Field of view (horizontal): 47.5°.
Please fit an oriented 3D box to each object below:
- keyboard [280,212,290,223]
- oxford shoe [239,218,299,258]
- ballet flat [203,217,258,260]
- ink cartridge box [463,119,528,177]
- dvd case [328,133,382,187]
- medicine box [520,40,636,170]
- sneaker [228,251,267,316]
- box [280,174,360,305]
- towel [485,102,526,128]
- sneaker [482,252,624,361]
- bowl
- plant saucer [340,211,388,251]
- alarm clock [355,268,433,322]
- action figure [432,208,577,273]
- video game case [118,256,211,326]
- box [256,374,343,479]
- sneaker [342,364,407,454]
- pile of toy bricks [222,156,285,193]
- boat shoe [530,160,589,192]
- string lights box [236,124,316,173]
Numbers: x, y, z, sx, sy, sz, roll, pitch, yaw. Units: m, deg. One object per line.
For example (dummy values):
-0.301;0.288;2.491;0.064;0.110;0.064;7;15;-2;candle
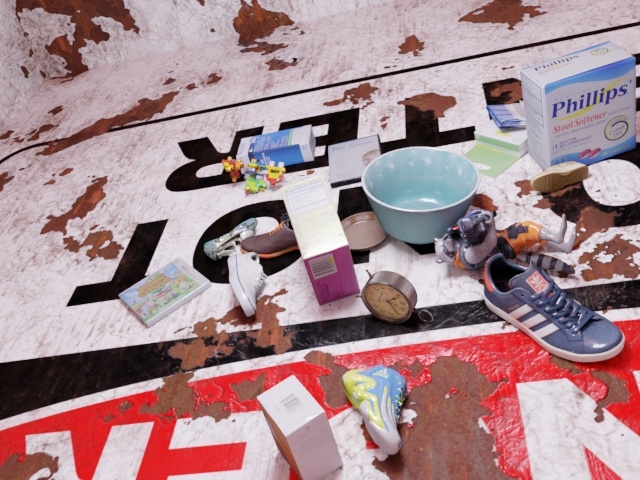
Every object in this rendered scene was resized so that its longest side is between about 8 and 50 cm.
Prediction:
-0.066;-0.079;2.149;0.108;0.023;0.180;-35;12;-24;keyboard
-0.109;-0.018;2.080;0.271;0.098;0.097;-9;36;12;oxford shoe
-0.254;0.003;2.160;0.188;0.070;0.070;-32;37;-16;ballet flat
0.536;-0.289;2.210;0.235;0.056;0.171;-35;39;-26;ink cartridge box
0.116;-0.263;2.382;0.180;0.022;0.253;-13;35;8;dvd case
0.720;-0.366;2.027;0.263;0.289;0.149;-18;35;0;medicine box
-0.192;0.103;1.955;0.091;0.094;0.258;-23;34;0;sneaker
0.000;0.000;1.859;0.117;0.213;0.243;-18;53;-1;box
0.673;-0.398;2.252;0.285;0.034;0.209;-4;27;2;towel
0.488;0.134;1.573;0.131;0.148;0.350;-36;39;-25;sneaker
0.268;-0.106;1.958;0.311;0.163;0.311;-3;38;2;bowl
0.120;-0.020;2.045;0.168;0.029;0.168;-11;36;8;plant saucer
0.183;0.141;1.728;0.192;0.129;0.064;30;49;12;alarm clock
0.425;0.010;1.737;0.330;0.179;0.341;-7;2;25;action figure
-0.445;0.142;2.074;0.212;0.023;0.193;-35;38;-22;video game case
-0.040;0.381;1.448;0.091;0.170;0.130;-29;37;-18;box
0.137;0.332;1.508;0.126;0.091;0.240;-24;35;-10;sneaker
-0.221;-0.201;2.396;0.212;0.118;0.105;7;68;7;pile of toy bricks
0.651;-0.178;2.007;0.170;0.063;0.059;-13;32;-10;boat shoe
-0.152;-0.317;2.523;0.259;0.077;0.133;-10;35;11;string lights box
